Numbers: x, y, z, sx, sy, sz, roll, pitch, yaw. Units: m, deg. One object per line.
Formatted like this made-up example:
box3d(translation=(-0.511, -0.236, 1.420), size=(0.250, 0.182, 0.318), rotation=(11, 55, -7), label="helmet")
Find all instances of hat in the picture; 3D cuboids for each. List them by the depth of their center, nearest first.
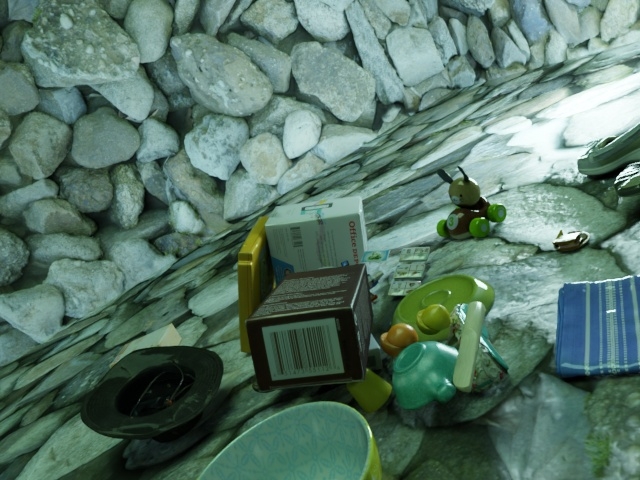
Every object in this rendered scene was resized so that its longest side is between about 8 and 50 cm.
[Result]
box3d(translation=(-0.374, 0.382, 1.320), size=(0.331, 0.134, 0.331), rotation=(-9, 29, 5), label="hat")

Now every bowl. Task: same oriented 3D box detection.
box3d(translation=(-0.031, 0.374, 0.756), size=(0.289, 0.156, 0.289), rotation=(-25, 17, 8), label="bowl")

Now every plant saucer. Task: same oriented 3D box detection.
box3d(translation=(0.257, 0.139, 1.225), size=(0.241, 0.037, 0.241), rotation=(-25, 17, 8), label="plant saucer")

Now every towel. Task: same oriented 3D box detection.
box3d(translation=(0.537, 0.109, 0.866), size=(0.336, 0.040, 0.243), rotation=(-17, 20, 33), label="towel")

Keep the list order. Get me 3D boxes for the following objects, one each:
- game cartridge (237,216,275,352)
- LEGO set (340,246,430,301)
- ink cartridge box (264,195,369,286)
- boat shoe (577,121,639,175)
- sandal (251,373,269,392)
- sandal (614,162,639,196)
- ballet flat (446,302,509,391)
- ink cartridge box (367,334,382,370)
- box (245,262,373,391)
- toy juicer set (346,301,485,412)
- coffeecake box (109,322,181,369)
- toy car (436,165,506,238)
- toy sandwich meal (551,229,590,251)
box3d(translation=(-0.176, 0.113, 1.588), size=(0.052, 0.285, 0.324), rotation=(2, 20, 3), label="game cartridge")
box3d(translation=(0.157, 0.097, 1.472), size=(0.244, 0.060, 0.182), rotation=(-4, 38, 26), label="LEGO set")
box3d(translation=(0.000, 0.000, 1.653), size=(0.270, 0.198, 0.197), rotation=(-6, 19, 8), label="ink cartridge box")
box3d(translation=(0.752, -0.240, 1.393), size=(0.118, 0.103, 0.320), rotation=(-25, 0, -10), label="boat shoe")
box3d(translation=(-0.068, 0.291, 1.251), size=(0.090, 0.060, 0.219), rotation=(-3, 12, 27), label="sandal")
box3d(translation=(0.759, -0.142, 1.213), size=(0.302, 0.086, 0.120), rotation=(-20, 5, -29), label="sandal")
box3d(translation=(0.263, 0.186, 1.002), size=(0.077, 0.091, 0.241), rotation=(-47, 8, 14), label="ballet flat")
box3d(translation=(0.014, 0.226, 1.222), size=(0.189, 0.066, 0.232), rotation=(-10, 18, -7), label="ink cartridge box")
box3d(translation=(-0.004, 0.154, 1.109), size=(0.191, 0.143, 0.381), rotation=(-8, 9, 10), label="box")
box3d(translation=(0.195, 0.199, 0.960), size=(0.209, 0.089, 0.329), rotation=(-50, 12, -32), label="toy juicer set")
box3d(translation=(-0.557, 0.358, 1.800), size=(0.185, 0.068, 0.142), rotation=(-25, 17, 10), label="coffeecake box")
box3d(translation=(0.381, -0.112, 1.518), size=(0.149, 0.188, 0.155), rotation=(-35, 18, -26), label="toy car")
box3d(translation=(0.540, -0.004, 1.218), size=(0.085, 0.029, 0.085), rotation=(-25, 16, 8), label="toy sandwich meal")
